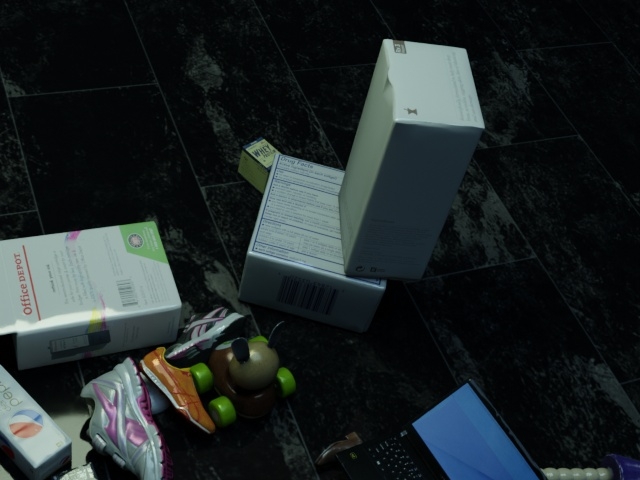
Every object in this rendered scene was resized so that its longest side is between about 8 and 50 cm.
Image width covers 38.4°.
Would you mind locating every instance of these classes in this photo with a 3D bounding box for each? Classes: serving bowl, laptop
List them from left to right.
[{"bbox_3d":[-0.293,0.257,1.585,0.083,0.027,0.083,8,49,-9],"label":"serving bowl"},{"bbox_3d":[0.204,0.385,1.529,0.264,0.136,0.234,-9,53,-43],"label":"laptop"}]

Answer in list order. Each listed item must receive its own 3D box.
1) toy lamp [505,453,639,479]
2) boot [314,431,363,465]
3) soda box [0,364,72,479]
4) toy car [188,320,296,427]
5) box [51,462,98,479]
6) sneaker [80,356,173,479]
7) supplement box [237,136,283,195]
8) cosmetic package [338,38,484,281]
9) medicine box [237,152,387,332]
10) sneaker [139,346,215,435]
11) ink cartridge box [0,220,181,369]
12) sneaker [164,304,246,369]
[{"bbox_3d":[0.447,0.416,1.622,0.275,0.080,0.080,2,50,-14],"label":"toy lamp"},{"bbox_3d":[0.059,0.392,1.564,0.106,0.037,0.114,-26,65,-34],"label":"boot"},{"bbox_3d":[-0.494,0.287,1.476,0.216,0.069,0.074,39,52,19],"label":"soda box"},{"bbox_3d":[-0.124,0.204,1.570,0.155,0.188,0.149,-22,59,-31],"label":"toy car"},{"bbox_3d":[-0.379,0.398,1.445,0.067,0.018,0.083,-15,56,-26],"label":"box"},{"bbox_3d":[-0.314,0.321,1.484,0.111,0.103,0.252,-21,61,-10],"label":"sneaker"},{"bbox_3d":[-0.124,-0.157,1.954,0.083,0.083,0.056,41,52,20],"label":"supplement box"},{"bbox_3d":[0.144,-0.131,1.602,0.156,0.385,0.217,6,50,-11],"label":"cosmetic package"},{"bbox_3d":[0.000,0.000,1.808,0.263,0.149,0.289,15,47,-3],"label":"medicine box"},{"bbox_3d":[-0.231,0.254,1.552,0.067,0.064,0.175,-40,93,-19],"label":"sneaker"},{"bbox_3d":[-0.444,0.098,1.618,0.353,0.119,0.207,-8,53,-23],"label":"ink cartridge box"},{"bbox_3d":[-0.222,0.175,1.661,0.077,0.072,0.178,32,41,29],"label":"sneaker"}]
